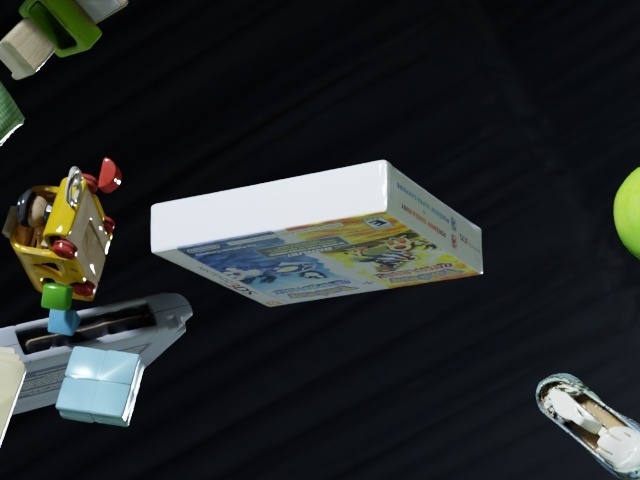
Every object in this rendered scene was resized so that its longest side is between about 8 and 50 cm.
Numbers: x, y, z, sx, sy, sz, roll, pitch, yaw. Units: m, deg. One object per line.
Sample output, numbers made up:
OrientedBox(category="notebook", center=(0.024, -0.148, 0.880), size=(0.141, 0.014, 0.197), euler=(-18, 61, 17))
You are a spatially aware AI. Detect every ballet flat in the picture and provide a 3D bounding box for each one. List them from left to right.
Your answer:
OrientedBox(category="ballet flat", center=(0.317, 0.218, 1.740), size=(0.188, 0.070, 0.070), euler=(36, -2, 33))

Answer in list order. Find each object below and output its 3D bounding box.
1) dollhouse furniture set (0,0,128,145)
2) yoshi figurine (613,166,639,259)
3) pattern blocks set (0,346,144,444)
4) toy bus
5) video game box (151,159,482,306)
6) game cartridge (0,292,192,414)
OrientedBox(category="dollhouse furniture set", center=(-0.360, -0.224, 1.683), size=(0.197, 0.151, 0.301), euler=(49, 46, -20))
OrientedBox(category="yoshi figurine", center=(0.339, -0.009, 0.892), size=(0.362, 0.203, 0.203), euler=(20, 44, -25))
OrientedBox(category="pattern blocks set", center=(-0.287, 0.126, 0.967), size=(0.026, 0.325, 0.285), euler=(82, 28, -57))
OrientedBox(category="toy bus", center=(-0.307, -0.012, 1.757), size=(0.191, 0.104, 0.202), euler=(-57, 154, -70))
OrientedBox(category="video game box", center=(0.000, 0.000, 1.215), size=(0.187, 0.205, 0.048), euler=(26, 59, -58))
OrientedBox(category="game cartridge", center=(-0.319, 0.146, 1.842), size=(0.297, 0.198, 0.062), euler=(-12, 74, -41))
